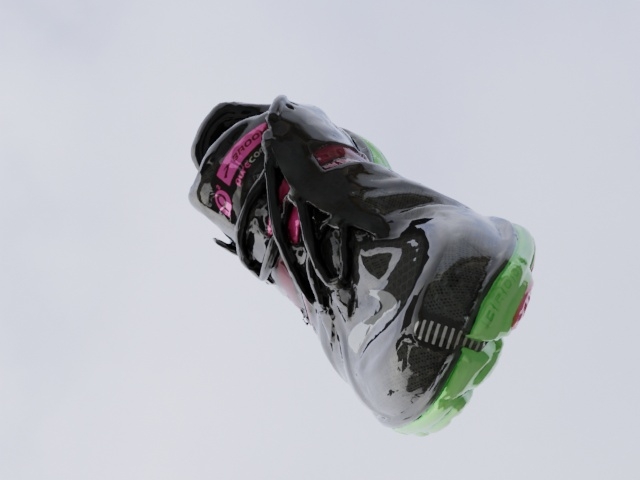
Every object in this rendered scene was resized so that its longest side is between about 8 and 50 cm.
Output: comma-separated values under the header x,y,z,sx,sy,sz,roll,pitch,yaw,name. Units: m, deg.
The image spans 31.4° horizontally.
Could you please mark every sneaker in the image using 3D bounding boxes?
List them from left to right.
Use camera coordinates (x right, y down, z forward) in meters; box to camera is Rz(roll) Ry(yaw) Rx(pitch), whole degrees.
x,y,z,sx,sy,sz,roll,pitch,yaw,name
0.000,0.000,0.894,0.202,0.483,0.185,25,-84,-25,sneaker
